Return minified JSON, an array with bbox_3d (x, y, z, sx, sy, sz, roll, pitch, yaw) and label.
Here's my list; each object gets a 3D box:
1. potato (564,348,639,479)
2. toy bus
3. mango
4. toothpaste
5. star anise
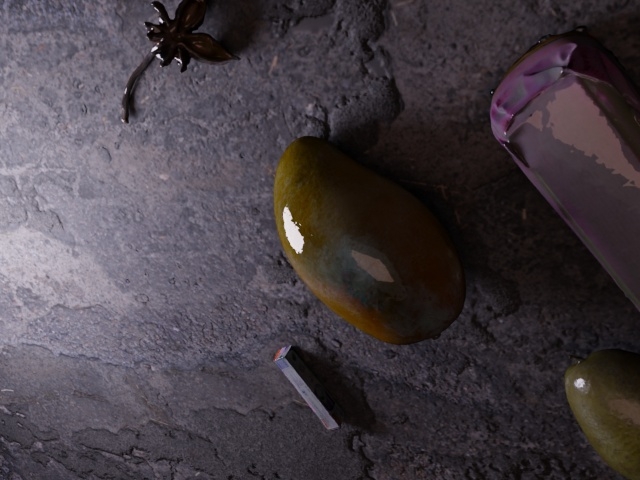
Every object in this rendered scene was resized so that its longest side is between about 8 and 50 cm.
[{"bbox_3d":[0.480,0.263,0.783,0.251,0.159,0.174,45,98,6],"label":"potato"},{"bbox_3d":[0.376,-0.082,0.649,0.386,0.162,0.171,48,122,-5],"label":"toy bus"},{"bbox_3d":[0.063,-0.001,0.796,0.221,0.199,0.383,-41,83,36],"label":"mango"},{"bbox_3d":[-0.022,0.305,1.058,0.040,0.047,0.196,-32,101,27],"label":"toothpaste"},{"bbox_3d":[-0.254,-0.298,0.872,0.148,0.218,0.227,30,171,-29],"label":"star anise"}]
